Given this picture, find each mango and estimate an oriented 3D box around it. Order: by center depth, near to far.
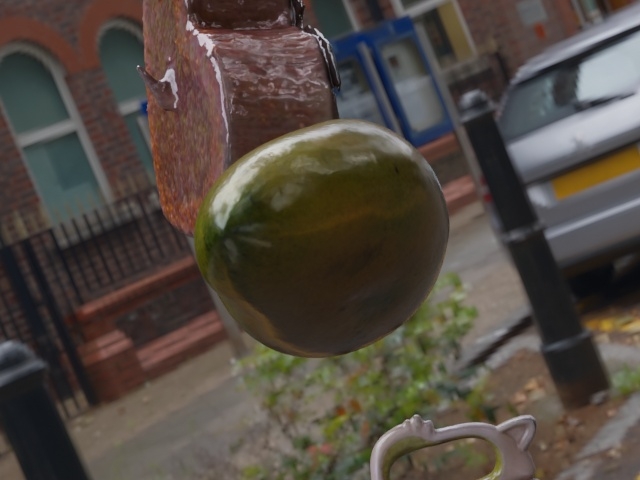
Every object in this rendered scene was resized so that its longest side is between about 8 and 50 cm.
[{"bbox_3d":[0.004,-0.003,0.559,0.111,0.089,0.163,-46,-17,-9],"label":"mango"}]

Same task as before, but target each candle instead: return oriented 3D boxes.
[{"bbox_3d":[-0.098,-0.120,1.150,0.131,0.317,0.287,-5,-32,-19],"label":"candle"}]

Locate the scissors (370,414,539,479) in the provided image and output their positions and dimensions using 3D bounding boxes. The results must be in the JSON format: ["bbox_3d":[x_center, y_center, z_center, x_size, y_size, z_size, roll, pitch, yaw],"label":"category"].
[{"bbox_3d":[0.040,0.240,1.035,0.317,0.160,0.024,-21,1,4],"label":"scissors"}]
